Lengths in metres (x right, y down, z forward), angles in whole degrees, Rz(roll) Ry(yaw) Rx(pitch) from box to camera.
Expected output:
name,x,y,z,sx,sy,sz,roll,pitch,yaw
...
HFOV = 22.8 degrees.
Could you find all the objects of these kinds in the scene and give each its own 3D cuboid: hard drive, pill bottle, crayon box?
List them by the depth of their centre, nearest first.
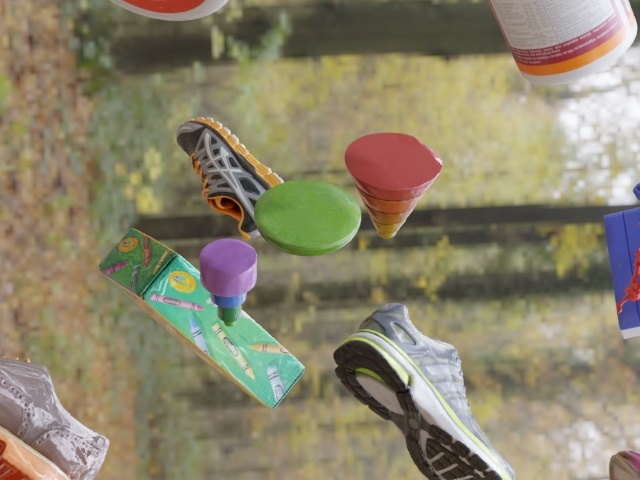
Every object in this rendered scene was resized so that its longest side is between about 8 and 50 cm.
name,x,y,z,sx,sy,sz,roll,pitch,yaw
pill bottle,0.203,-0.265,1.474,0.121,0.121,0.221,-100,163,-62
crayon box,-0.167,0.110,2.229,0.278,0.081,0.165,44,-10,-30
hard drive,0.570,0.014,2.242,0.040,0.319,0.210,59,24,-45

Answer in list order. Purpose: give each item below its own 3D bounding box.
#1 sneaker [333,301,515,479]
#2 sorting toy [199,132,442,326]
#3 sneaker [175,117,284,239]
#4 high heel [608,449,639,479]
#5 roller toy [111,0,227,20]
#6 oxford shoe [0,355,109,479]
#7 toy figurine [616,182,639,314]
name,x,y,z,sx,sy,sz,roll,pitch,yaw
sneaker,0.147,0.195,1.938,0.300,0.111,0.121,51,49,-20
sorting toy,0.000,0.000,1.921,0.127,0.365,0.126,34,-41,31
sneaker,-0.124,-0.082,2.041,0.215,0.083,0.084,40,-17,32
high heel,0.363,0.252,1.507,0.377,0.181,0.127,56,28,-87
roller toy,-0.159,-0.322,1.585,0.209,0.191,0.146,48,48,-36
oxford shoe,-0.425,0.188,1.989,0.133,0.364,0.130,-53,-167,-31
toy figurine,0.504,0.003,2.022,0.362,0.191,0.217,20,-21,48
